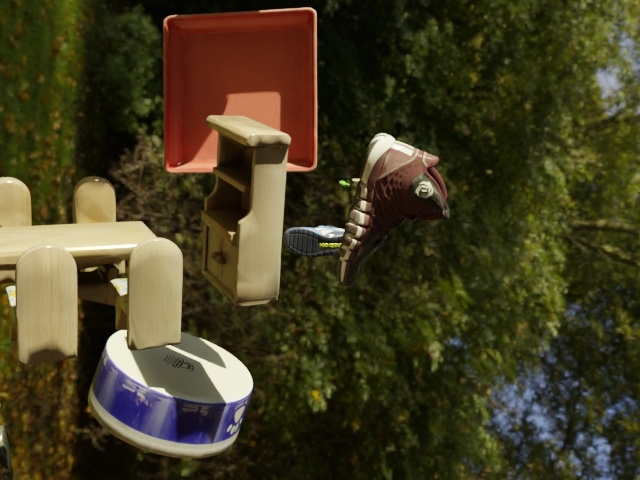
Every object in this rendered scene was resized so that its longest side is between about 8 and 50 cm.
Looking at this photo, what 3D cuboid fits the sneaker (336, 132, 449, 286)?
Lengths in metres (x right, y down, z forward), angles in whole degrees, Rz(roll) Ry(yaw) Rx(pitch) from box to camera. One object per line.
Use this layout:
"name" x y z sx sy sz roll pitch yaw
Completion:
"sneaker" 0.128 -0.028 1.317 0.106 0.162 0.282 -66 172 -64

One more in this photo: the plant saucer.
"plant saucer" -0.128 -0.239 1.279 0.047 0.258 0.259 -7 97 -79

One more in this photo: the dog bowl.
"dog bowl" -0.253 0.253 1.339 0.265 0.264 0.104 -107 -143 -73

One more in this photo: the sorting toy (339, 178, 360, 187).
"sorting toy" 0.078 -0.103 1.447 0.062 0.083 0.012 39 52 -75

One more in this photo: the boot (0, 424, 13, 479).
"boot" -0.548 0.337 1.143 0.236 0.178 0.085 126 -48 -56

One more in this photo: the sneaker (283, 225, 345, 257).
"sneaker" 0.000 0.000 1.439 0.059 0.144 0.053 -123 -138 -67

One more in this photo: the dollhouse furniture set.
"dollhouse furniture set" -0.261 -0.038 1.104 0.362 0.393 0.257 32 -59 58
